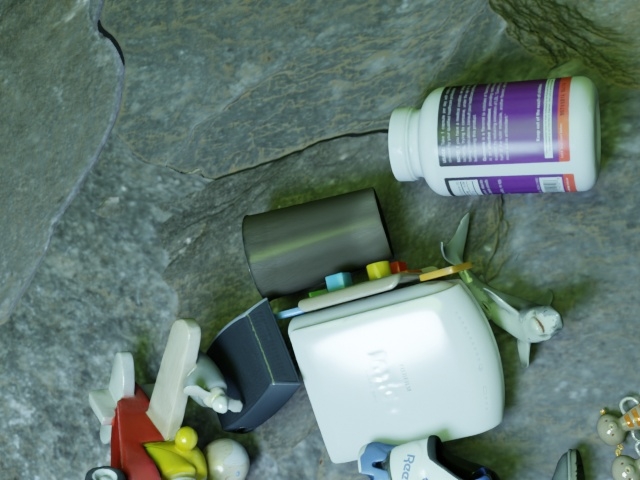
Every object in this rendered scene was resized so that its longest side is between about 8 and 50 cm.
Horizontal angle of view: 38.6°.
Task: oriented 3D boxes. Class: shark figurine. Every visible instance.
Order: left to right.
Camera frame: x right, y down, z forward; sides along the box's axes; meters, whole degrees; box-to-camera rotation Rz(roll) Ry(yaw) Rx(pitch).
[{"bbox_3d":[0.309,0.086,1.473,0.116,0.166,0.278,-30,44,-17],"label":"shark figurine"}]

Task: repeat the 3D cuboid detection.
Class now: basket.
[{"bbox_3d":[0.000,0.000,1.560,0.227,0.204,0.154,-16,96,6],"label":"basket"}]

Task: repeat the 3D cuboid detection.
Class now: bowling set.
[{"bbox_3d":[0.475,0.350,1.280,0.154,0.200,0.286,-27,65,15],"label":"bowling set"}]

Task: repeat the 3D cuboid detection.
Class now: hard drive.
[{"bbox_3d":[-0.128,0.220,1.532,0.254,0.054,0.171,-48,58,51],"label":"hard drive"}]

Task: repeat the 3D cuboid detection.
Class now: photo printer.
[{"bbox_3d":[0.130,0.206,1.452,0.308,0.107,0.255,-16,96,17],"label":"photo printer"}]

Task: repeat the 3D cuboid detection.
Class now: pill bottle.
[{"bbox_3d":[0.282,-0.165,1.478,0.323,0.181,0.181,-1,77,21],"label":"pill bottle"}]

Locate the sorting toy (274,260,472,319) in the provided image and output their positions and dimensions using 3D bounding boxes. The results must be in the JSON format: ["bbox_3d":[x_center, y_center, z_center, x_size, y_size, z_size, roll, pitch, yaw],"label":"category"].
[{"bbox_3d":[0.080,0.065,1.480,0.348,0.196,0.047,-17,85,27],"label":"sorting toy"}]

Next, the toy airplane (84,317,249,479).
[{"bbox_3d":[-0.256,0.354,1.524,0.273,0.386,0.384,8,68,-15],"label":"toy airplane"}]

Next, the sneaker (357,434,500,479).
[{"bbox_3d":[0.190,0.424,1.338,0.182,0.127,0.315,-26,78,22],"label":"sneaker"}]

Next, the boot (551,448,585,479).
[{"bbox_3d":[0.296,0.407,1.404,0.209,0.076,0.189,0,76,28],"label":"boot"}]
